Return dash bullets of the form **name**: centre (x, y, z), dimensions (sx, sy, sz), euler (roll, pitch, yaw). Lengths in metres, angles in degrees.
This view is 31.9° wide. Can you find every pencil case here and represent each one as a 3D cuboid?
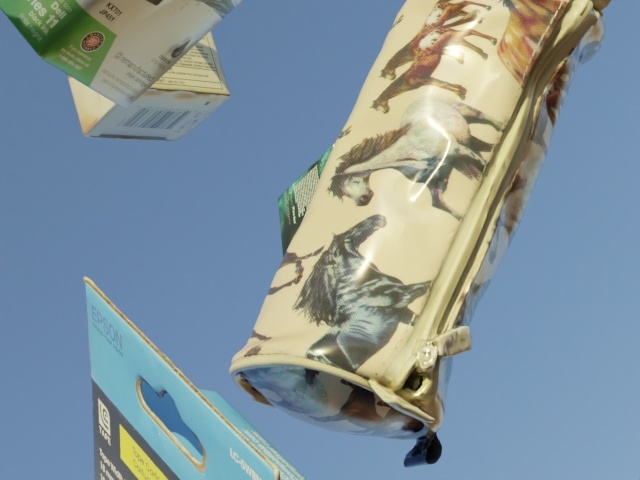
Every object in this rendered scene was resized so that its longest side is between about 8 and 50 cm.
- **pencil case**: centre (0.091, -0.041, 0.871), dimensions (0.160, 0.183, 0.410), euler (43, -115, -39)

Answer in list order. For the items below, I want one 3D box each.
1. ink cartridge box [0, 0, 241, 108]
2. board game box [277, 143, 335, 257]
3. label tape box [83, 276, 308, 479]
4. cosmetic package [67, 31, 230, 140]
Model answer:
- **ink cartridge box**: centre (-0.133, -0.219, 0.879), dimensions (0.208, 0.087, 0.153), euler (-42, -18, 7)
- **board game box**: centre (0.000, 0.000, 1.266), dimensions (0.026, 0.186, 0.126), euler (15, -37, -31)
- **label tape box**: centre (-0.050, 0.207, 0.687), dimensions (0.106, 0.240, 0.333), euler (-11, -62, -32)
- **cosmetic package**: centre (-0.239, -0.282, 1.386), dimensions (0.153, 0.296, 0.129), euler (-1, -22, -43)
